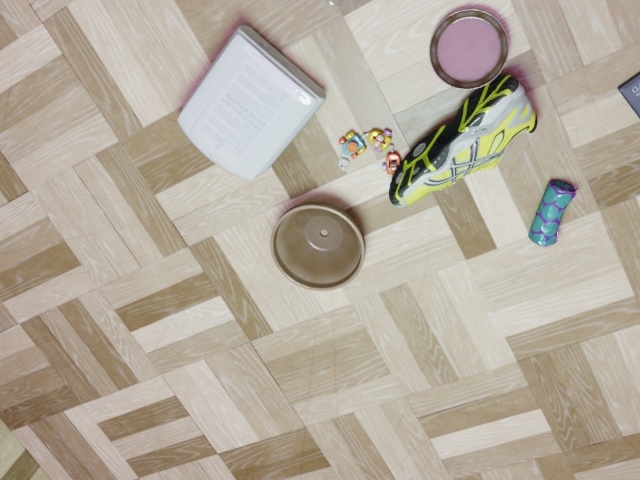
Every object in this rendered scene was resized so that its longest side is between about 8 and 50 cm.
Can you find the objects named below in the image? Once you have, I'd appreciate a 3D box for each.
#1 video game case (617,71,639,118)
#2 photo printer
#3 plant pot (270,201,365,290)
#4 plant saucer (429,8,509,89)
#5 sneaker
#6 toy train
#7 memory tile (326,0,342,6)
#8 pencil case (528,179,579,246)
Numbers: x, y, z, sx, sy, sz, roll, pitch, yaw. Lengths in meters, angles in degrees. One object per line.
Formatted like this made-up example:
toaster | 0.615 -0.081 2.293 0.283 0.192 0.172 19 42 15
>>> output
video game case | 0.800 -0.281 1.412 0.196 0.026 0.274 -37 102 25
photo printer | -0.174 -0.305 1.561 0.256 0.107 0.307 39 117 -7
plant pot | 0.000 0.000 1.671 0.238 0.109 0.237 5 117 9
plant saucer | 0.322 -0.414 1.438 0.169 0.029 0.168 5 109 15
sneaker | 0.317 -0.188 1.485 0.147 0.145 0.385 39 116 -24
toy train | 0.120 -0.202 1.583 0.167 0.046 0.125 3 116 10
memory tile | -0.004 -0.575 1.421 0.148 0.012 0.113 23 137 -10
pencil case | 0.542 -0.063 1.550 0.070 0.064 0.151 22 120 19
